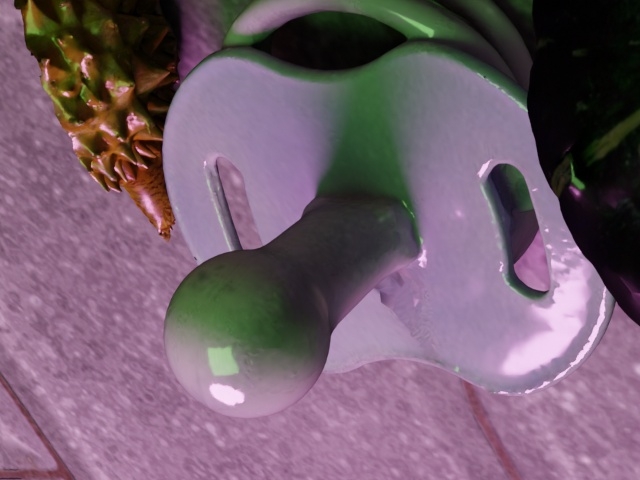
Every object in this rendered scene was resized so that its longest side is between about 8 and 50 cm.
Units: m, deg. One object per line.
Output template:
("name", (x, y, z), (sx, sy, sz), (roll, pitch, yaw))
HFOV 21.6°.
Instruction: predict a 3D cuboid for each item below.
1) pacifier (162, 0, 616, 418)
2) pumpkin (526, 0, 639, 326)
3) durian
("pacifier", (0.000, 0.000, 0.896), (0.299, 0.233, 0.244), (2, 124, 38))
("pumpkin", (0.237, -0.073, 0.647), (0.295, 0.296, 0.296), (23, 138, 22))
("durian", (-0.116, -0.091, 1.025), (0.078, 0.140, 0.224), (-23, 128, 2))
